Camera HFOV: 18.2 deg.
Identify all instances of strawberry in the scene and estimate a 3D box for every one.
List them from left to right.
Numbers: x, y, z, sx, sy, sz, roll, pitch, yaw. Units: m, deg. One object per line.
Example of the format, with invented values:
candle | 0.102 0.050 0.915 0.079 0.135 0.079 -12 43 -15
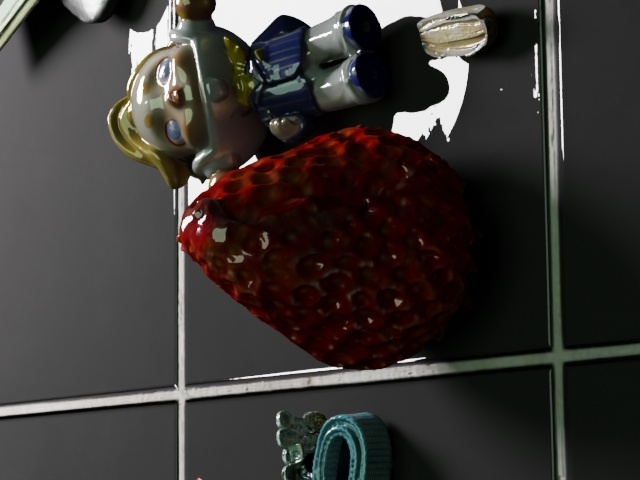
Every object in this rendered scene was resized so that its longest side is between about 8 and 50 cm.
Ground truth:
strawberry | 0.000 0.000 1.574 0.205 0.244 0.205 -11 75 48

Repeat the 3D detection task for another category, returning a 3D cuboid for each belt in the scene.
belt | 0.011 0.233 1.677 0.100 0.065 0.179 -2 83 41

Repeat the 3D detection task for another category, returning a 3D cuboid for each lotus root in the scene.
lotus root | 0.117 -0.170 1.621 0.083 0.030 0.037 -2 115 54

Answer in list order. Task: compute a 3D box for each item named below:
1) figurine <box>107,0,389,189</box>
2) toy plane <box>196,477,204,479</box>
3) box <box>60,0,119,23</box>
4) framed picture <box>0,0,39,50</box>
figurine | -0.063 -0.147 1.775 0.274 0.133 0.194 -38 74 31
toy plane | -0.139 0.309 1.845 0.126 0.077 0.194 15 89 47
box | -0.240 -0.344 2.074 0.212 0.042 0.201 41 116 47
framed picture | -0.308 -0.356 2.119 0.293 0.018 0.231 -42 48 46
